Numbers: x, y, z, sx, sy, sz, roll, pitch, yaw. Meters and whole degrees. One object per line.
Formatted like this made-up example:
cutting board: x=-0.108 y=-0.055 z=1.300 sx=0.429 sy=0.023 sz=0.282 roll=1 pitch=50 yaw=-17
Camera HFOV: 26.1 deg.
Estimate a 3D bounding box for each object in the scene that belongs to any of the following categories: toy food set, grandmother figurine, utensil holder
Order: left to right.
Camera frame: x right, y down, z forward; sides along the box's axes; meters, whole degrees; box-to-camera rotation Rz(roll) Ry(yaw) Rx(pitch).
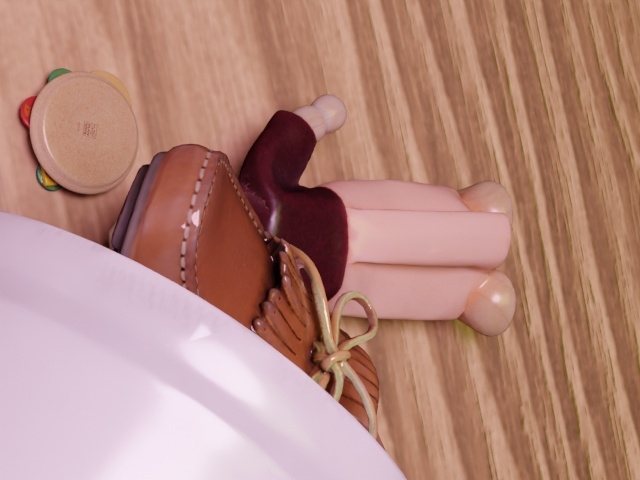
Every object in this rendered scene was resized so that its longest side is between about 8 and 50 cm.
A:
utensil holder: x=-0.177 y=0.233 z=0.649 sx=0.327 sy=0.327 sz=0.385 roll=47 pitch=60 yaw=-26
toy food set: x=-0.155 y=-0.071 z=0.896 sx=0.082 sy=0.020 sz=0.083 roll=-6 pitch=89 yaw=-41
grandmother figurine: x=0.000 y=0.000 z=0.970 sx=0.342 sy=0.104 sz=0.208 roll=-1 pitch=79 yaw=-43

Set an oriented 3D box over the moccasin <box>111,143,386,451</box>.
moccasin: x=-0.019 y=0.095 z=0.818 sx=0.139 sy=0.146 sz=0.380 roll=-68 pitch=151 yaw=-44
